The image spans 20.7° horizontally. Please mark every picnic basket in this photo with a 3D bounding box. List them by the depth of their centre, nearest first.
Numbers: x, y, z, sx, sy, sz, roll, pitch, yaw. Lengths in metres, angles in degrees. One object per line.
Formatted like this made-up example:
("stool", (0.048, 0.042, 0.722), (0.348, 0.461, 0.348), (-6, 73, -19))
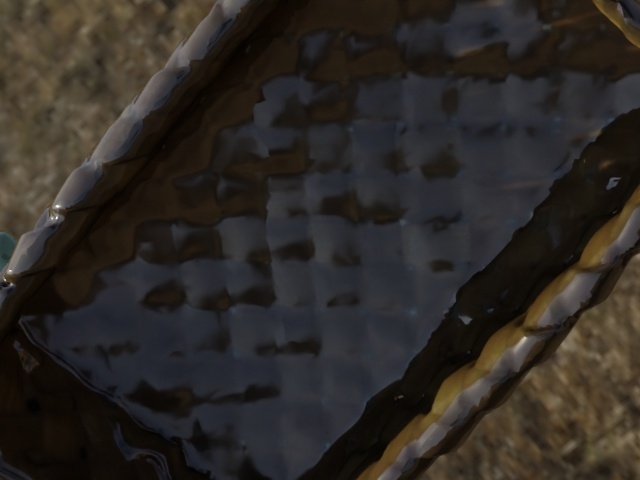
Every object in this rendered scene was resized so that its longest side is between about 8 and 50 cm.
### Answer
("picnic basket", (0.000, 0.000, 0.411), (0.193, 0.110, 0.055), (-47, 8, 22))

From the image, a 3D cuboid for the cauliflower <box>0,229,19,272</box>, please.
("cauliflower", (-0.116, 0.122, 0.682), (0.260, 0.327, 0.281), (-39, 0, 29))
